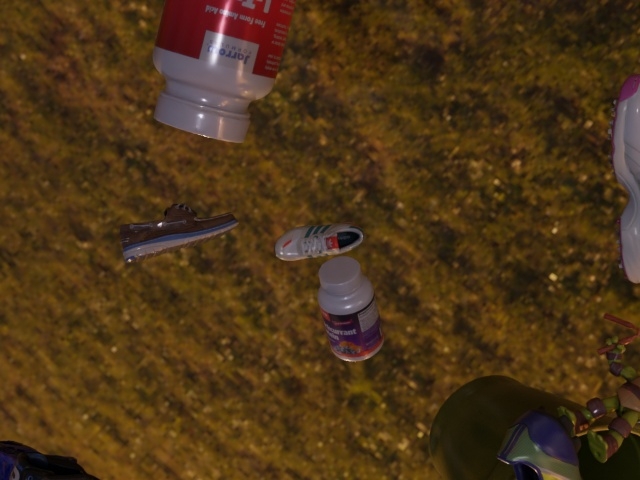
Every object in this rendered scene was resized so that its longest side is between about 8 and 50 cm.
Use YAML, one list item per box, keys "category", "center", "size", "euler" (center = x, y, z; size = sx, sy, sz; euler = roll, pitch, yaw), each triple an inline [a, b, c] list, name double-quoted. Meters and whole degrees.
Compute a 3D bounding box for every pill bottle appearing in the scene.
- category: "pill bottle"
  center: [-0.170, -0.395, 2.006]
  size: [0.229, 0.229, 0.407]
  euler: [21, 101, 32]
- category: "pill bottle"
  center: [0.054, 0.127, 2.114]
  size: [0.108, 0.108, 0.193]
  euler: [18, 139, 35]

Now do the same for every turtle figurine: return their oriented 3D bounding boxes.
- category: "turtle figurine"
  center: [0.488, 0.249, 1.780]
  size: [0.269, 0.217, 0.087]
  euler: [50, 158, 33]

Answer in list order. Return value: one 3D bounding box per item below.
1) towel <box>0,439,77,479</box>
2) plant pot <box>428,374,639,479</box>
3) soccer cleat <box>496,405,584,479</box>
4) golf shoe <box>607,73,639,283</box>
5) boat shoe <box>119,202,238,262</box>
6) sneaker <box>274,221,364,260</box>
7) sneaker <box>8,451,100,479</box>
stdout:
- category: "towel"
  center: [-0.394, 0.425, 1.463]
  size: [0.228, 0.076, 0.308]
  euler: [-4, 86, 52]
- category: "plant pot"
  center: [0.375, 0.421, 2.009]
  size: [0.366, 0.366, 0.353]
  euler: [60, 170, -27]
- category: "soccer cleat"
  center: [0.311, 0.350, 1.473]
  size: [0.093, 0.121, 0.289]
  euler: [13, 137, 55]
- category: "golf shoe"
  center: [0.477, -0.084, 1.537]
  size: [0.140, 0.115, 0.306]
  euler: [3, 118, 32]
- category: "boat shoe"
  center: [-0.215, -0.022, 1.688]
  size: [0.066, 0.183, 0.066]
  euler: [-32, 75, 68]
- category: "sneaker"
  center: [0.000, 0.000, 1.933]
  size: [0.075, 0.161, 0.057]
  euler: [-162, 62, -80]
- category: "sneaker"
  center: [-0.330, 0.277, 1.135]
  size: [0.079, 0.217, 0.121]
  euler: [-145, 53, -59]
